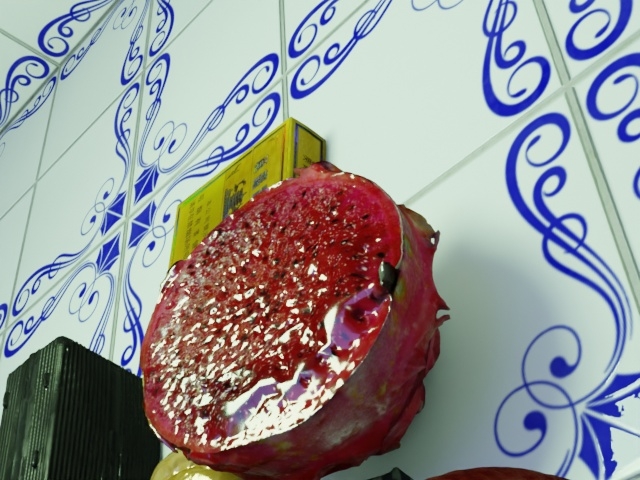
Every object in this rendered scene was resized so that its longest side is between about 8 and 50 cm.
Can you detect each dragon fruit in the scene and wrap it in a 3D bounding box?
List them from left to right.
[{"bbox_3d":[-0.009,0.115,1.101,0.371,0.249,0.386,-5,51,38],"label":"dragon fruit"}]

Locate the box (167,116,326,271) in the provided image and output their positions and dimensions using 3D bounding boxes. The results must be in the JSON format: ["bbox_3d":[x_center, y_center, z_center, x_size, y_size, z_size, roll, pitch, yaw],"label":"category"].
[{"bbox_3d":[-0.120,-0.037,1.539,0.301,0.084,0.193,-33,41,35],"label":"box"}]

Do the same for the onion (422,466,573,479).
[{"bbox_3d":[0.140,0.292,0.666,0.348,0.347,0.285,-107,12,-49],"label":"onion"}]

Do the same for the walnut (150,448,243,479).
[{"bbox_3d":[-0.134,0.324,1.207,0.206,0.159,0.159,-32,41,30],"label":"walnut"}]

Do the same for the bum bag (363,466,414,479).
[{"bbox_3d":[0.046,0.381,0.919,0.095,0.144,0.340,-16,52,44],"label":"bum bag"}]

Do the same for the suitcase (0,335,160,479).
[{"bbox_3d":[-0.355,0.333,1.432,0.152,0.229,0.335,-34,39,23],"label":"suitcase"}]
